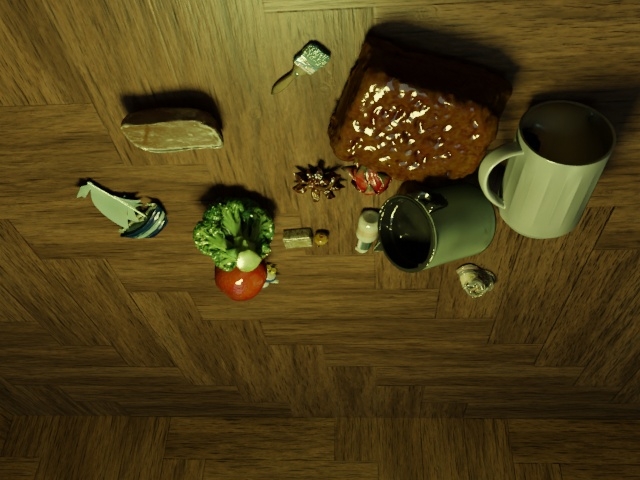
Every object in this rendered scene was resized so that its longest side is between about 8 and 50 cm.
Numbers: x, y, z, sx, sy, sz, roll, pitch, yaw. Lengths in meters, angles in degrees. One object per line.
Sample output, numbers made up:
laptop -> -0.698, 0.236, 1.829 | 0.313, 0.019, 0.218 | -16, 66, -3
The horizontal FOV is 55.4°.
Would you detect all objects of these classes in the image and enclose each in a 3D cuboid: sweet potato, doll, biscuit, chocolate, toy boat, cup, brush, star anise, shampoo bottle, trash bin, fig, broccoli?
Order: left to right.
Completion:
toy boat -> -0.618, -0.099, 1.957 | 0.210, 0.070, 0.291 | -13, 140, 17
chocolate -> -0.389, -0.308, 1.631 | 0.254, 0.080, 0.157 | -2, 160, 8
broccoli -> -0.261, -0.004, 1.902 | 0.270, 0.270, 0.270 | -11, 126, -15
doll -> -0.204, 0.140, 2.284 | 0.099, 0.057, 0.143 | 29, 142, -1
brush -> -0.060, -0.416, 1.511 | 0.070, 0.021, 0.196 | 29, 140, -34
star anise -> -0.007, -0.171, 1.829 | 0.168, 0.057, 0.168 | 8, 152, 4
fig -> 0.000, 0.000, 2.081 | 0.050, 0.050, 0.083 | 5, 155, -4
shampoo bottle -> 0.153, -0.021, 2.015 | 0.074, 0.074, 0.192 | 4, 146, -2
sweet potato -> 0.274, -0.135, 1.833 | 0.097, 0.097, 0.251 | 11, 137, -12
biscuit -> 0.237, -0.299, 1.534 | 0.395, 0.166, 0.342 | 12, 142, -11
trash bin -> 0.325, -0.039, 1.710 | 0.263, 0.217, 0.277 | -13, 146, -36
cup -> 0.572, -0.167, 1.623 | 0.323, 0.236, 0.326 | -10, 145, -5

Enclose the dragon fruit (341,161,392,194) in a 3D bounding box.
dragon fruit -> 0.146, -0.196, 1.740 | 0.121, 0.130, 0.142 | 18, 162, 41

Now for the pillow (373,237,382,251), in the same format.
pillow -> 0.228, -0.011, 2.042 | 0.055, 0.091, 0.135 | 39, 152, 14

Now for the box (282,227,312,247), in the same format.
box -> -0.077, -0.007, 2.074 | 0.098, 0.045, 0.062 | -4, 144, 7

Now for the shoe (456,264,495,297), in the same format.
shoe -> 0.575, 0.158, 2.232 | 0.180, 0.092, 0.089 | 27, 137, -31

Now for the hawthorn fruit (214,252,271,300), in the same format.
hawthorn fruit -> -0.258, 0.103, 2.134 | 0.225, 0.196, 0.196 | -38, 131, 22
